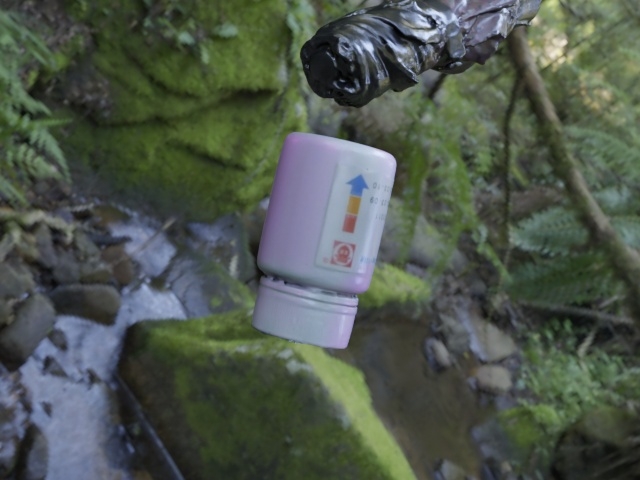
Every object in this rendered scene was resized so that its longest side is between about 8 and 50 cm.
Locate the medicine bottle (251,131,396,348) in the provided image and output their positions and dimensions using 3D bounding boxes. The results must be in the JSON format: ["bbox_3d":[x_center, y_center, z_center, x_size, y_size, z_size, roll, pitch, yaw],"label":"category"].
[{"bbox_3d":[0.000,0.000,1.306,0.152,0.152,0.255,9,95,-54],"label":"medicine bottle"}]

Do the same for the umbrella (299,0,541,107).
[{"bbox_3d":[0.106,-0.187,0.922,0.094,0.090,0.326,38,42,25],"label":"umbrella"}]
